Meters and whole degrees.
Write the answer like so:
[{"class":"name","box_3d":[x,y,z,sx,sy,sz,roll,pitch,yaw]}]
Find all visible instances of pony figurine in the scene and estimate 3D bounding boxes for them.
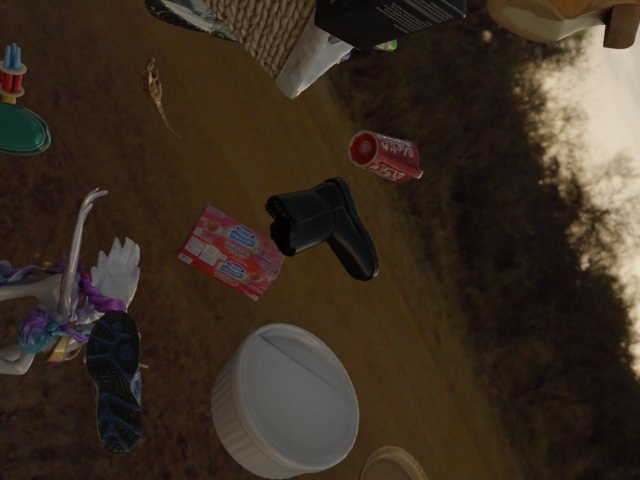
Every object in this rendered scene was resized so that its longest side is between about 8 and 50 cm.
[{"class":"pony figurine","box_3d":[-0.487,0.111,1.435,0.303,0.363,0.351,69,20,-65]}]

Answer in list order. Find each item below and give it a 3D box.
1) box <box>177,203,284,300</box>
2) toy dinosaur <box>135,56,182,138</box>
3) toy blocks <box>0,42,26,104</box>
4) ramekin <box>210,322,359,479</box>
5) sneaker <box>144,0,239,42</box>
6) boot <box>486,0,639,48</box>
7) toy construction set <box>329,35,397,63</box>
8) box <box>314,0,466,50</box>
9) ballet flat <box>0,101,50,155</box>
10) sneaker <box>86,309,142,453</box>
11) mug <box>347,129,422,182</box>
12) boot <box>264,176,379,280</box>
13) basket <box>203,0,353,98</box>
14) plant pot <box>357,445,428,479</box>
[{"class":"box","box_3d":[-0.239,0.034,2.058,0.256,0.128,0.123,30,46,-11]},{"class":"toy dinosaur","box_3d":[-0.401,-0.348,1.823,0.212,0.064,0.112,78,-10,-46]},{"class":"toy blocks","box_3d":[-0.641,-0.321,1.480,0.054,0.123,0.148,-98,-156,-52]},{"class":"ramekin","box_3d":[-0.071,0.292,1.343,0.272,0.127,0.273,28,42,-28]},{"class":"sneaker","box_3d":[-0.225,-0.471,1.494,0.283,0.110,0.122,0,107,-53]},{"class":"boot","box_3d":[0.476,-0.485,1.449,0.104,0.295,0.211,94,11,-66]},{"class":"toy construction set","box_3d":[0.097,-0.533,1.582,0.151,0.215,0.328,-16,112,-43]},{"class":"box","box_3d":[0.081,-0.325,0.877,0.093,0.158,0.156,15,75,-46]},{"class":"ballet flat","box_3d":[-0.549,-0.188,1.259,0.087,0.247,0.083,72,32,-78]},{"class":"sneaker","box_3d":[-0.304,0.208,1.114,0.081,0.080,0.211,129,-41,-64]},{"class":"mug","box_3d":[0.166,-0.211,1.857,0.169,0.150,0.113,10,84,-51]},{"class":"boot","box_3d":[0.000,0.000,1.599,0.207,0.094,0.247,-24,95,-40]},{"class":"basket","box_3d":[0.010,-0.455,1.172,0.266,0.328,0.331,46,-20,0]},{"class":"plant pot","box_3d":[0.143,0.520,1.467,0.236,0.032,0.236,27,50,-39]}]
